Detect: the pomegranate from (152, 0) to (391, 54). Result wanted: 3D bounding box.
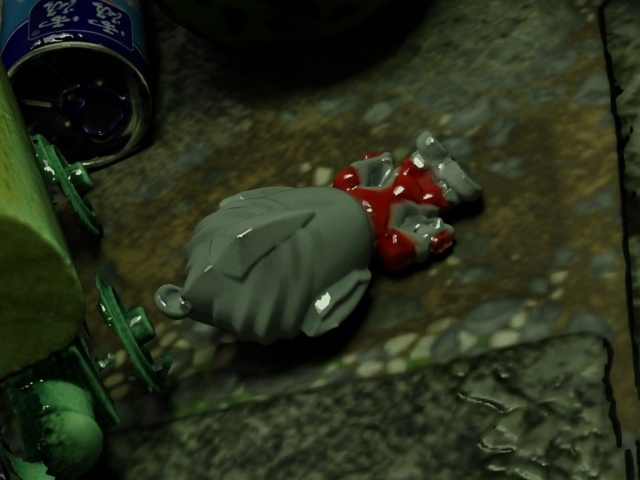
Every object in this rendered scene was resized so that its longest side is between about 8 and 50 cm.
[{"bbox_3d":[-0.013,-0.223,0.940,0.211,0.211,0.263,18,40,42],"label":"pomegranate"}]

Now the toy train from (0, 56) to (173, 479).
[{"bbox_3d":[-0.185,-0.001,0.802,0.126,0.189,0.307,-35,35,3],"label":"toy train"}]

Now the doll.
[{"bbox_3d":[0.000,0.000,0.788,0.180,0.079,0.094,-27,62,-18],"label":"doll"}]

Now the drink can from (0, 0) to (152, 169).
[{"bbox_3d":[-0.159,-0.152,1.024,0.097,0.097,0.235,-21,41,10],"label":"drink can"}]
